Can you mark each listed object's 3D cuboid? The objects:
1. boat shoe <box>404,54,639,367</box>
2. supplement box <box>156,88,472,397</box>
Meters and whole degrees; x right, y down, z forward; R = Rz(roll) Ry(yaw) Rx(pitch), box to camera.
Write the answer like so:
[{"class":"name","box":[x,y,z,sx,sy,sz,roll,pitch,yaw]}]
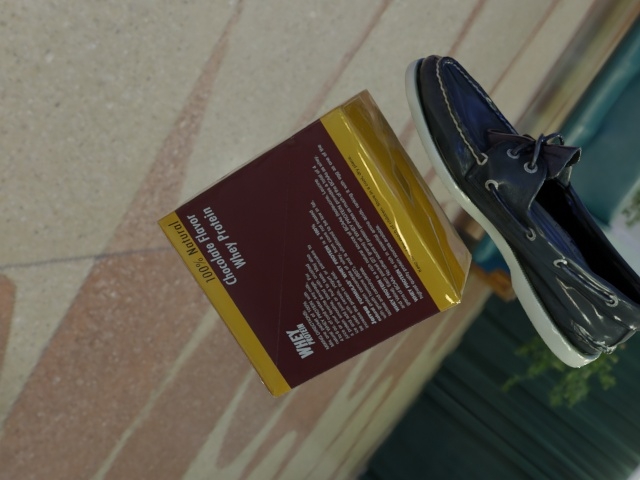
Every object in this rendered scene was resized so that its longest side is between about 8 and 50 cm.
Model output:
[{"class":"boat shoe","box":[0.207,-0.045,0.905,0.113,0.340,0.127,-30,177,38]},{"class":"supplement box","box":[0.000,0.000,0.856,0.194,0.191,0.129,-31,-173,19]}]
